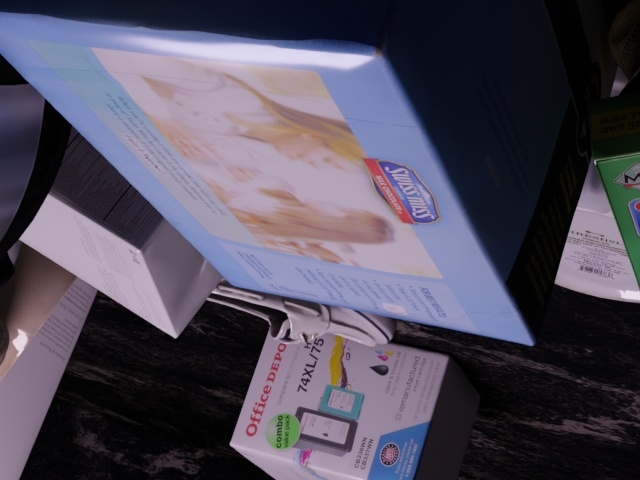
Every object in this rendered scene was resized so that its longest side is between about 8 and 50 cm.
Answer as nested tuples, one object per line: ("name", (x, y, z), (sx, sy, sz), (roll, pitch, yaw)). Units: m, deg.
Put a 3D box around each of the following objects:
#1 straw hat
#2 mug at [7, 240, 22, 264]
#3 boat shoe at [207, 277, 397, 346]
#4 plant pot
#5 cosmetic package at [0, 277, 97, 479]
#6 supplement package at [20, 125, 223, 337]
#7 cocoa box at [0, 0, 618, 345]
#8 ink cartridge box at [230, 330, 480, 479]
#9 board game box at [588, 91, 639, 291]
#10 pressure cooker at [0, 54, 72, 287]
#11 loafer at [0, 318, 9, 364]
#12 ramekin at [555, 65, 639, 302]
("straw hat", (0.209, -0.119, 0.768), (0.061, 0.144, 0.144), (56, 177, 26))
("mug", (-0.460, -0.122, 1.176), (0.374, 0.276, 0.328), (46, 158, 15))
("boat shoe", (-0.032, 0.084, 1.547), (0.267, 0.088, 0.096), (27, 160, -22))
("plant pot", (-0.401, -0.021, 1.433), (0.274, 0.256, 0.256), (37, 158, -9))
("cosmetic package", (-0.474, 0.158, 1.757), (0.196, 0.366, 0.155), (10, 159, 28))
("supplement package", (-0.179, -0.054, 1.118), (0.203, 0.149, 0.194), (30, 159, 16))
("cocoa box", (0.014, -0.117, 0.712), (0.231, 0.228, 0.347), (10, 160, 25))
("ink cartridge box", (0.053, 0.253, 1.769), (0.270, 0.198, 0.197), (10, 160, 25))
("board game box", (0.335, -0.034, 0.733), (0.317, 0.046, 0.213), (-9, 146, 19))
("pressure cooker", (-0.345, -0.103, 0.689), (0.375, 0.370, 0.420), (19, -166, 13))
("loafer", (-0.450, 0.085, 1.321), (0.268, 0.102, 0.092), (27, 136, 12))
("ramekin", (0.216, -0.035, 0.933), (0.207, 0.109, 0.207), (17, 161, 6))
